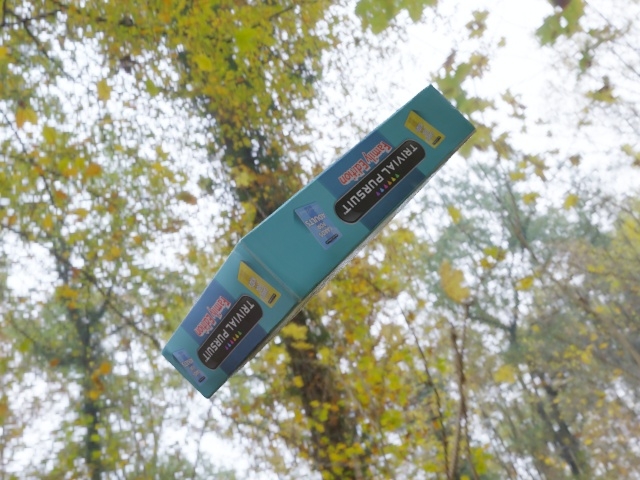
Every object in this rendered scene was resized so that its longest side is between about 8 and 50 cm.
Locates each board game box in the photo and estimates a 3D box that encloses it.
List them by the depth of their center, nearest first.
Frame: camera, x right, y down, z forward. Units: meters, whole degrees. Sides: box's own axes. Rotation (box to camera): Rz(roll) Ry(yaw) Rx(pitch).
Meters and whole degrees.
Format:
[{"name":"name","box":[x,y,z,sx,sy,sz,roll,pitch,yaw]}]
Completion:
[{"name":"board game box","box":[0.000,0.000,0.893,0.336,0.079,0.254,-43,-4,-39]}]
